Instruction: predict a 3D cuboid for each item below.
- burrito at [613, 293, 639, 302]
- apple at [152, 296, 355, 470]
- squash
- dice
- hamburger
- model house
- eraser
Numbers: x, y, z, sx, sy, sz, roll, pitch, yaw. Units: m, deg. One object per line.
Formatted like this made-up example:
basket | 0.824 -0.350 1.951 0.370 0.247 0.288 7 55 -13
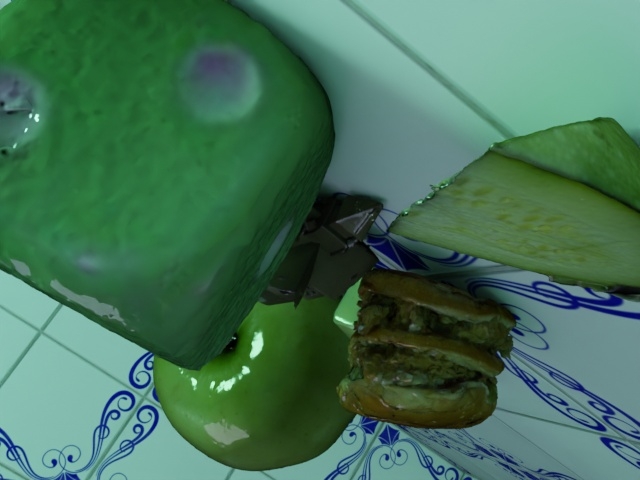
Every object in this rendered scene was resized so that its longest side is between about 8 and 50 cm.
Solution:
burrito | 0.237 0.009 0.648 0.188 0.045 0.058 24 138 37
apple | -0.114 0.260 1.421 0.474 0.473 0.473 31 165 9
squash | 0.186 0.002 0.502 0.237 0.204 0.155 141 107 -76
dice | -0.189 -0.068 0.727 0.330 0.318 0.322 30 165 4
hamburger | 0.151 0.164 0.969 0.245 0.211 0.260 15 167 -7
model house | 0.000 0.000 0.935 0.181 0.176 0.248 38 148 -19
eraser | 0.100 0.133 1.172 0.058 0.117 0.172 21 161 38
